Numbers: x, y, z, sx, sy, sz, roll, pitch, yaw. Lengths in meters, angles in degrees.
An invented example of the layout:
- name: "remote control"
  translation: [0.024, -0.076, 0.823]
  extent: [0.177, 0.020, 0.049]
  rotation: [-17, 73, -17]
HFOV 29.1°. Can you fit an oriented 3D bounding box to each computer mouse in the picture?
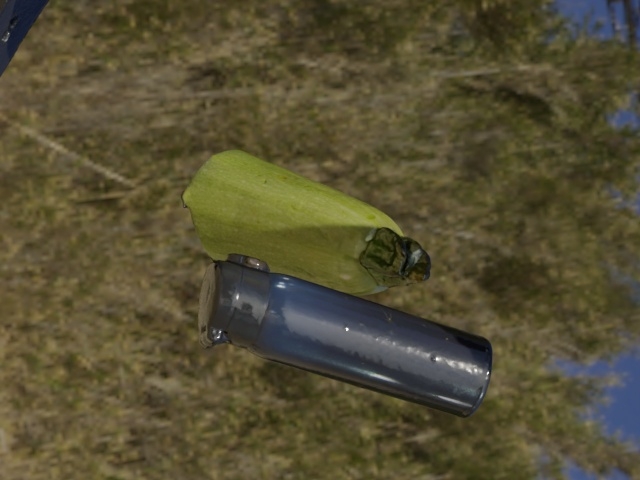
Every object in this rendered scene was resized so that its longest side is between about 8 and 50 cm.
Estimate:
- name: "computer mouse"
  translation: [-0.325, -0.229, 1.204]
  extent: [0.217, 0.073, 0.122]
  rotation: [-53, 179, 9]

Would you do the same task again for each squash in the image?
- name: "squash"
  translation: [0.005, 0.009, 1.212]
  extent: [0.288, 0.137, 0.137]
  rotation: [21, -57, 35]

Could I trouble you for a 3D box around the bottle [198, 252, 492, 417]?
- name: "bottle"
  translation: [0.020, 0.077, 1.005]
  extent: [0.072, 0.245, 0.082]
  rotation: [145, -40, -66]
